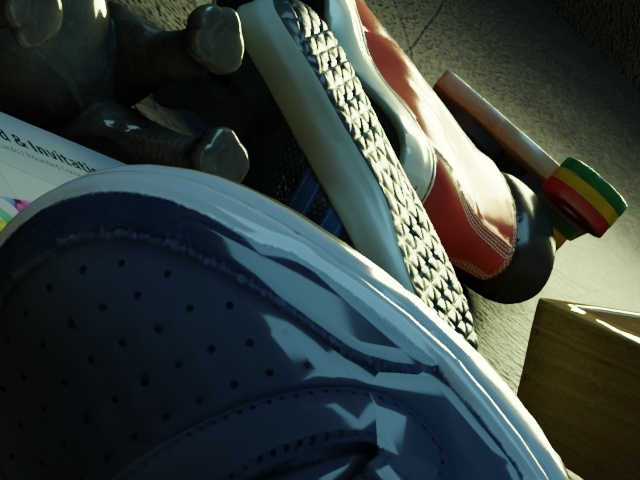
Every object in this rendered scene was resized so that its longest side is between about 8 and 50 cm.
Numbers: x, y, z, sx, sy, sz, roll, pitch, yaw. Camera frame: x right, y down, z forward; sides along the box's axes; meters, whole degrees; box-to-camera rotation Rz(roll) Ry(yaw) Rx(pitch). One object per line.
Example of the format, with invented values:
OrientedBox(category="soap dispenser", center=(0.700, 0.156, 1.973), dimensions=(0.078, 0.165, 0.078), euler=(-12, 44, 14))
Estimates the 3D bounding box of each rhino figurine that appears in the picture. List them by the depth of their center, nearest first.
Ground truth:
OrientedBox(category="rhino figurine", center=(-0.126, -0.098, 0.658), dimensions=(0.106, 0.073, 0.243), euler=(7, -25, 41))

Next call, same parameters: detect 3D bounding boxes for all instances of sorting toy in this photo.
OrientedBox(category="sorting toy", center=(0.110, -0.038, 1.195), dimensions=(0.132, 0.046, 0.274), euler=(42, -3, 2))

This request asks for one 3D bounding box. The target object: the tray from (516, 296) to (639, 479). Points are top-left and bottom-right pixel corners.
OrientedBox(category="tray", center=(0.250, 0.109, 0.713), dimensions=(0.202, 0.076, 0.411), euler=(9, 7, -19))

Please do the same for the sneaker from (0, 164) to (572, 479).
OrientedBox(category="sneaker", center=(0.010, 0.112, 0.310), dimensions=(0.282, 0.099, 0.153), euler=(57, 17, 4))

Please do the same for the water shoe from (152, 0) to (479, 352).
OrientedBox(category="water shoe", center=(0.000, 0.000, 0.787), dimensions=(0.203, 0.080, 0.073), euler=(66, 19, 2))

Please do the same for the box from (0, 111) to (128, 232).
OrientedBox(category="box", center=(-0.066, 0.028, 0.581), dimensions=(0.145, 0.038, 0.186), euler=(23, 21, -52))

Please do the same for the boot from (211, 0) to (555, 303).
OrientedBox(category="boot", center=(0.040, -0.067, 1.074), dimensions=(0.176, 0.088, 0.244), euler=(28, 26, -44))
